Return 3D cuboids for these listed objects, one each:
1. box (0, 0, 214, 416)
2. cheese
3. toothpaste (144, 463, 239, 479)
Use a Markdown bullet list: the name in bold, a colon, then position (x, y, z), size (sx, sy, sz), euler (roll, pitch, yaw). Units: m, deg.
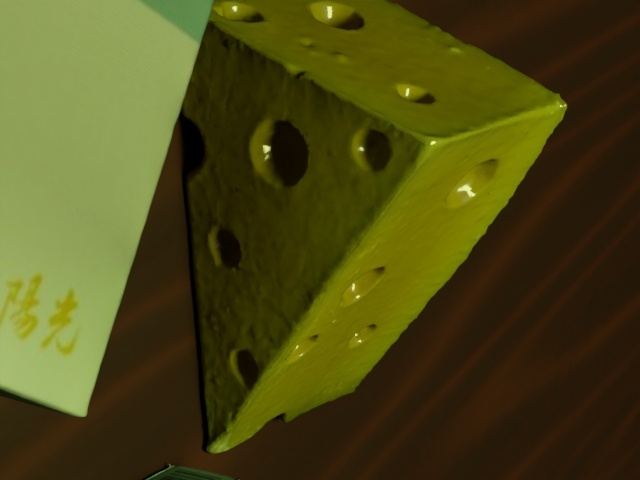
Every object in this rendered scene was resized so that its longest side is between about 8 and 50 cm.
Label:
- **box**: position (-0.157, -0.091, 0.513), size (0.343, 0.065, 0.200), euler (30, 72, -53)
- **cheese**: position (0.000, 0.000, 0.757), size (0.093, 0.126, 0.171), euler (-24, 136, -49)
- **toothpaste**: position (-0.088, 0.125, 0.684), size (0.164, 0.034, 0.046), euler (-23, 116, -50)
